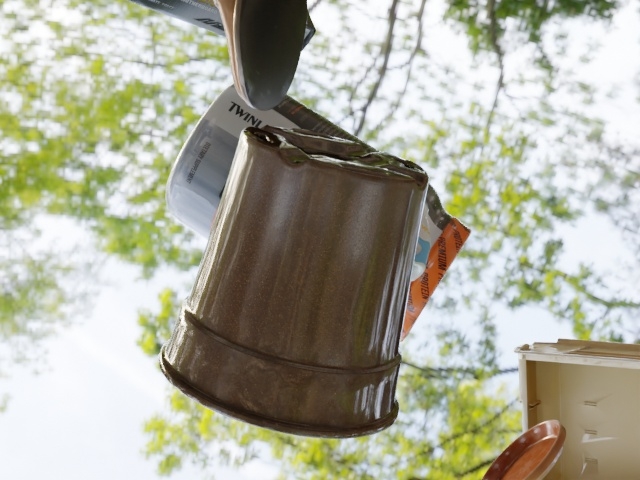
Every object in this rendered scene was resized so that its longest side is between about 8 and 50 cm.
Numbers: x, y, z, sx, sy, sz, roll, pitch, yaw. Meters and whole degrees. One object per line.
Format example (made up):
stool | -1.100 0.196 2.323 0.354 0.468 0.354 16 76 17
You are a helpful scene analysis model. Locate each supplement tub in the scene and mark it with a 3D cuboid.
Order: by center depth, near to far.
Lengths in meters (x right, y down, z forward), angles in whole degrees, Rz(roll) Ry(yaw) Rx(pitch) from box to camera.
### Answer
supplement tub | 0.000 -0.033 1.304 0.338 0.207 0.207 32 -142 7

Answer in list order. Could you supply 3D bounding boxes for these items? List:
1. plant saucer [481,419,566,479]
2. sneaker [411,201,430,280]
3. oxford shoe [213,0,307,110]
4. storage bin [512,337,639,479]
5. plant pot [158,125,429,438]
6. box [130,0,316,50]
plant saucer | 0.152 0.168 0.801 0.013 0.083 0.083 46 -141 -3
sneaker | 0.000 0.000 1.109 0.228 0.087 0.092 -4 -130 4
oxford shoe | -0.061 -0.211 0.862 0.076 0.212 0.076 4 -170 41
storage bin | 0.379 0.270 1.395 0.260 0.262 0.123 1 -173 35
plant pot | -0.009 0.019 0.702 0.167 0.165 0.167 13 -166 -3
box | -0.129 -0.311 1.213 0.231 0.056 0.183 16 -139 -35
